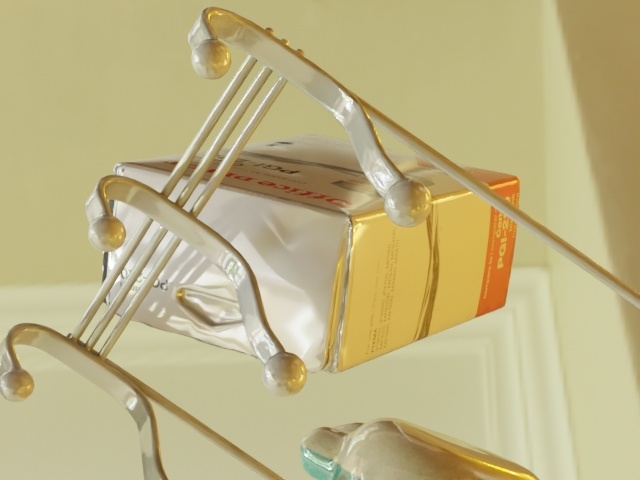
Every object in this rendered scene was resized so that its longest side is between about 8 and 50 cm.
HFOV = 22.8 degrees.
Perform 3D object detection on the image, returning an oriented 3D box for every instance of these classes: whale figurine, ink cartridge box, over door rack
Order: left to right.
[{"bbox_3d":[0.000,0.000,0.928,0.159,0.092,0.218,14,-164,29],"label":"ink cartridge box"},{"bbox_3d":[0.024,0.063,0.797,0.324,0.239,0.108,29,-151,-12],"label":"over door rack"},{"bbox_3d":[0.073,0.223,1.303,0.216,0.141,0.272,21,177,-17],"label":"whale figurine"}]
